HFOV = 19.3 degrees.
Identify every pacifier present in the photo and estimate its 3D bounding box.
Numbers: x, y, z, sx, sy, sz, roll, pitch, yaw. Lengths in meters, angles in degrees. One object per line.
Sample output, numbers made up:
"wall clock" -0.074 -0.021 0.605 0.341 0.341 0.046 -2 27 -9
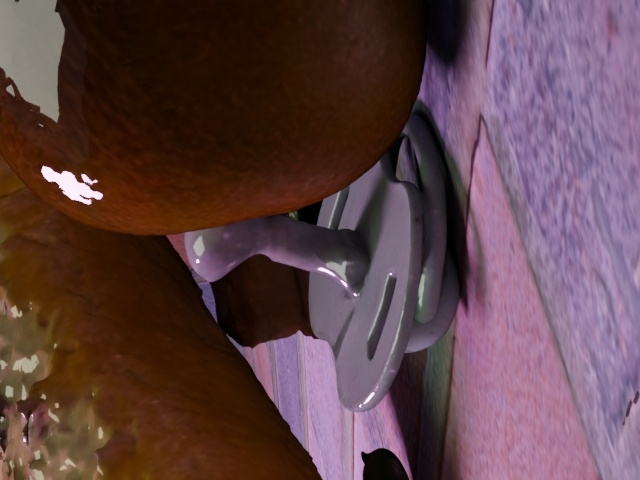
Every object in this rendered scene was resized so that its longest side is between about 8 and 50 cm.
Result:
"pacifier" 0.000 0.000 0.820 0.150 0.116 0.127 -104 31 -57

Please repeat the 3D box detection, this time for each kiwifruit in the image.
"kiwifruit" -0.057 -0.121 0.740 0.196 0.196 0.234 -154 56 -83

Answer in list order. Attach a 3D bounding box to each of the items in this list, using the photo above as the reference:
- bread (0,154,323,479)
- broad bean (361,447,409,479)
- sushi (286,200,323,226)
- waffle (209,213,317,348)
"bread" -0.109 0.120 1.098 0.375 0.165 0.236 53 170 44
"broad bean" 0.050 0.218 1.089 0.061 0.046 0.195 142 115 -81
"sushi" 0.000 -0.042 1.024 0.085 0.056 0.083 -112 5 -58
"waffle" -0.046 -0.087 1.208 0.213 0.091 0.308 -173 72 -85
